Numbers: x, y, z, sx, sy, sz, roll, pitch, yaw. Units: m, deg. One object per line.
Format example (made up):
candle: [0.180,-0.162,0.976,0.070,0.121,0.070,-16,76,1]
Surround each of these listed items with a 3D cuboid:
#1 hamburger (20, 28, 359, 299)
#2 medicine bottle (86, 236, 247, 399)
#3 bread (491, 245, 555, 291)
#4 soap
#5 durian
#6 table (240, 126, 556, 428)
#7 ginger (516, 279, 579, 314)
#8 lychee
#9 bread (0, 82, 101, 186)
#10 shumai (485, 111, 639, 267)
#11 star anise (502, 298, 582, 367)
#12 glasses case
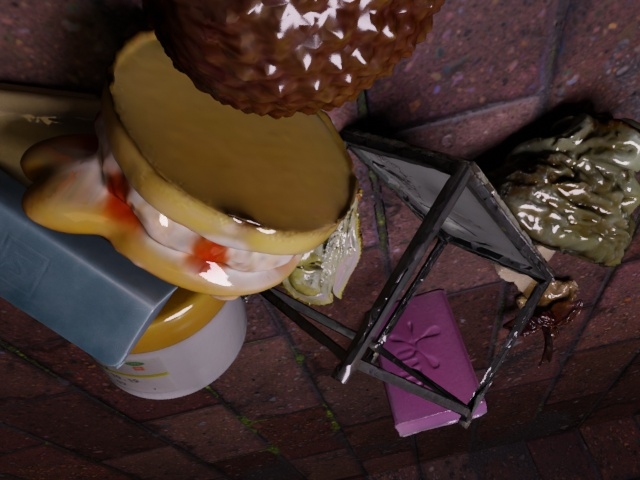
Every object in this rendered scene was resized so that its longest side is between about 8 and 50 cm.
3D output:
hamburger: [-0.129,-0.065,0.520,0.302,0.261,0.186,-3,149,-46]
medicine bottle: [-0.230,0.072,0.692,0.238,0.238,0.232,-6,143,-7]
bread: [0.400,0.018,0.922,0.105,0.077,0.152,25,133,-33]
soap: [0.209,0.246,1.015,0.181,0.259,0.081,-18,141,10]
durian: [0.000,0.000,0.791,0.146,0.102,0.208,22,108,-35]
table: [0.121,0.063,0.697,0.335,0.222,0.272,35,86,-43]
ginger: [0.497,0.106,1.082,0.133,0.059,0.214,-13,142,14]
lychee: [-0.014,-0.222,0.367,0.267,0.267,0.267,-7,142,-6]
bread: [-0.338,-0.117,0.567,0.178,0.060,0.139,3,139,-18]
shumai: [0.361,-0.090,0.730,0.256,0.189,0.218,14,115,-20]
star anise: [0.493,0.207,1.060,0.140,0.144,0.158,-2,146,-9]
glasses case: [-0.291,0.016,0.505,0.266,0.105,0.056,34,170,-3]
